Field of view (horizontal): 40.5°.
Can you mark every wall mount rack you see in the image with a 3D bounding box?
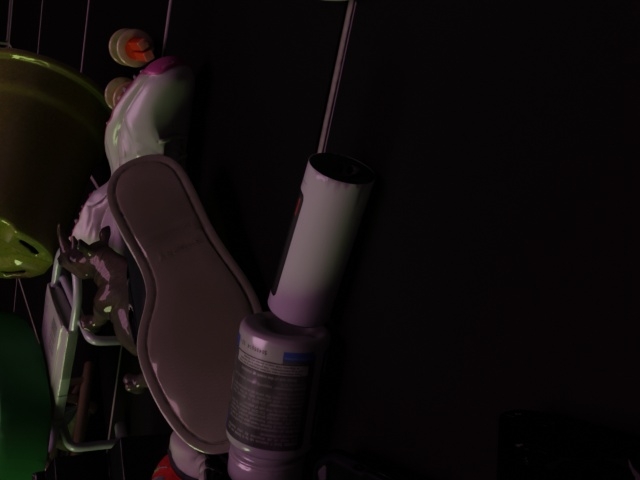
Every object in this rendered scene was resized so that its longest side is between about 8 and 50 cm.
[{"bbox_3d":[-0.353,0.132,1.294,0.304,0.131,0.349,53,134,45],"label":"wall mount rack"}]

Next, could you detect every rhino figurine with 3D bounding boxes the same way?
[{"bbox_3d":[-0.230,0.074,1.012,0.243,0.073,0.106,52,131,4],"label":"rhino figurine"}]

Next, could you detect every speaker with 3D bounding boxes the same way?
[{"bbox_3d":[0.000,0.000,0.691,0.055,0.055,0.136,55,135,49],"label":"speaker"}]

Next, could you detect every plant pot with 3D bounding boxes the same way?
[{"bbox_3d":[-0.449,-0.093,1.257,0.276,0.276,0.253,-43,36,54],"label":"plant pot"}]

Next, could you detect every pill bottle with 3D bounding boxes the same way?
[{"bbox_3d":[-0.038,0.135,0.730,0.078,0.078,0.137,32,116,59],"label":"pill bottle"}]

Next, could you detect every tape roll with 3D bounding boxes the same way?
[{"bbox_3d":[-0.507,0.264,1.290,0.321,0.077,0.321,-8,79,46],"label":"tape roll"}]

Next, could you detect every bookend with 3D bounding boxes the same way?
[{"bbox_3d":[-0.255,0.292,1.053,0.157,0.156,0.072,-48,48,50],"label":"bookend"}]

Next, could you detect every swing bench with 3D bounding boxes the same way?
[{"bbox_3d":[-0.461,0.373,1.445,0.253,0.165,0.254,-50,51,49],"label":"swing bench"}]

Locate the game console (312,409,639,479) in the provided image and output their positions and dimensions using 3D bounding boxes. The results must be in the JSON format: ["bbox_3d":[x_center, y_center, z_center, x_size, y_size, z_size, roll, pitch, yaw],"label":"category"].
[{"bbox_3d":[0.087,0.199,0.529,0.361,0.044,0.213,2,88,62],"label":"game console"}]

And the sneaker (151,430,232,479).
[{"bbox_3d":[-0.103,0.266,0.788,0.118,0.107,0.279,-57,16,-9],"label":"sneaker"}]

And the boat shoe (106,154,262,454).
[{"bbox_3d":[-0.134,0.071,0.889,0.340,0.127,0.113,60,168,29],"label":"boat shoe"}]

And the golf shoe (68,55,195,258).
[{"bbox_3d":[-0.197,-0.069,1.046,0.140,0.115,0.306,37,120,23],"label":"golf shoe"}]

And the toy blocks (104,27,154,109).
[{"bbox_3d":[-0.248,-0.224,1.178,0.148,0.054,0.123,31,117,59],"label":"toy blocks"}]
